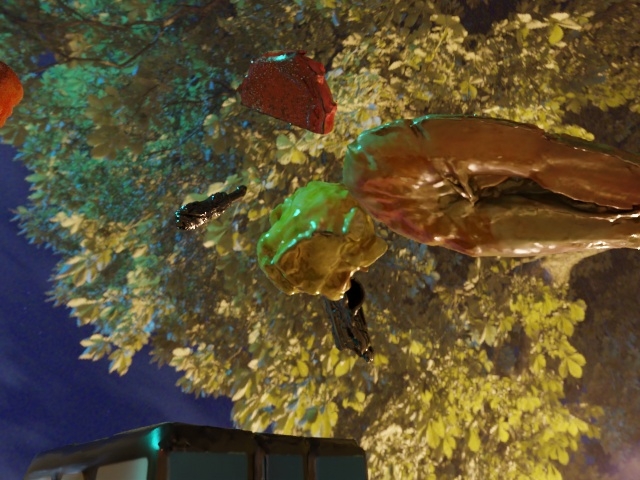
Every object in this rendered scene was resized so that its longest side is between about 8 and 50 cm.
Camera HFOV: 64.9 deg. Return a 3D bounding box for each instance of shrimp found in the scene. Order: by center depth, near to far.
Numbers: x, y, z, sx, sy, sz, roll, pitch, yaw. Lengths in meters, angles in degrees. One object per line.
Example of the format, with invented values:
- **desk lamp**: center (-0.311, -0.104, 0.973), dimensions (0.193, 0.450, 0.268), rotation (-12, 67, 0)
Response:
- **shrimp**: center (0.149, -0.036, 0.343), dimensions (0.294, 0.062, 0.154), rotation (2, -27, 26)

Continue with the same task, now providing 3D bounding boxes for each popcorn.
- **popcorn**: center (0.000, 0.000, 1.068), dimensions (0.286, 0.215, 0.252), rotation (-42, -105, 30)

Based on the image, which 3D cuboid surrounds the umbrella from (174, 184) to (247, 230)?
- **umbrella**: center (-0.271, -0.088, 1.302), dimensions (0.070, 0.248, 0.071), rotation (15, -62, 31)

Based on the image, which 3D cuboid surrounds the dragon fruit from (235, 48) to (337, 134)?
- **dragon fruit**: center (-0.060, -0.338, 1.141), dimensions (0.261, 0.189, 0.163), rotation (23, -86, 25)

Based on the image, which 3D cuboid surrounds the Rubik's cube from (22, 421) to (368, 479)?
- **Rubik's cube**: center (-0.130, 0.351, 0.502), dimensions (0.293, 0.289, 0.283), rotation (-25, -33, 32)

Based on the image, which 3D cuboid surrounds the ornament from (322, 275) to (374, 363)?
- **ornament**: center (0.083, 0.201, 1.277), dimensions (0.106, 0.260, 0.251), rotation (-17, -81, -7)

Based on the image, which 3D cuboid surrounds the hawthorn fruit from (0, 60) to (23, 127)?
- **hawthorn fruit**: center (-0.494, -0.213, 0.706), dimensions (0.125, 0.125, 0.140), rotation (24, -22, 0)
